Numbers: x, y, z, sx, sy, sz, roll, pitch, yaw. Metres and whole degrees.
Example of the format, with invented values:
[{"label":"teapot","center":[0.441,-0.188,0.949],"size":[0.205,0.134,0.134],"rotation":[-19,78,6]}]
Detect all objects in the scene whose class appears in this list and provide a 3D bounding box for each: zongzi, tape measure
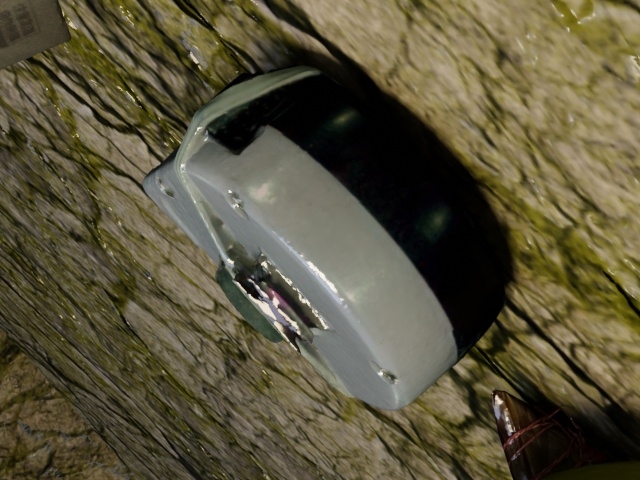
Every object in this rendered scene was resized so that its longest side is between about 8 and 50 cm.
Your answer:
[{"label":"zongzi","center":[0.117,0.111,0.803],"size":[0.073,0.067,0.083],"rotation":[52,179,-40]},{"label":"tape measure","center":[0.001,0.000,0.729],"size":[0.182,0.107,0.181],"rotation":[48,168,-1]}]

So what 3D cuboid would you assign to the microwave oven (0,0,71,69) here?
[{"label":"microwave oven","center":[-0.296,-0.211,0.499],"size":[0.432,0.374,0.236],"rotation":[88,157,-67]}]

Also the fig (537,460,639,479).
[{"label":"fig","center":[0.139,0.196,0.712],"size":[0.191,0.181,0.181],"rotation":[8,143,32]}]
